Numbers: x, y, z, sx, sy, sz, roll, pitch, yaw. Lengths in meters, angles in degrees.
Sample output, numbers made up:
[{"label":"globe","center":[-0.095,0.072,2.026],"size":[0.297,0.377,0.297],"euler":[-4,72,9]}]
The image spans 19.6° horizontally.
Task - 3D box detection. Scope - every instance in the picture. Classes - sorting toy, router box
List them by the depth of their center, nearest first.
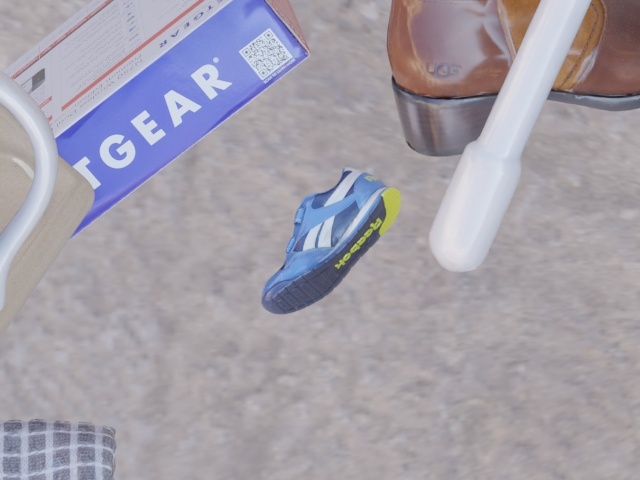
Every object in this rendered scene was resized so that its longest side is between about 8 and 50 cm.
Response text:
[{"label":"sorting toy","center":[-0.285,-0.023,1.332],"size":[0.038,0.208,0.193],"euler":[-4,48,53]},{"label":"router box","center":[-0.182,-0.140,1.660],"size":[0.335,0.301,0.082],"euler":[-37,114,9]}]

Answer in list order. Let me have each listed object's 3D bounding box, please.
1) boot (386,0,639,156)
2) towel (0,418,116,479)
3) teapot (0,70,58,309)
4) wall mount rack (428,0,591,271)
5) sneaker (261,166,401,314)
[{"label":"boot","center":[0.152,-0.218,1.199],"size":[0.264,0.096,0.280],"euler":[-15,123,-10]},{"label":"towel","center":[-0.252,0.255,1.281],"size":[0.235,0.121,0.284],"euler":[1,50,-10]},{"label":"teapot","center":[-0.309,0.005,1.015],"size":[0.252,0.256,0.187],"euler":[8,123,37]},{"label":"wall mount rack","center":[0.191,-0.078,0.456],"size":[0.350,0.130,0.304],"euler":[36,75,32]},{"label":"sneaker","center":[0.000,0.000,1.510],"size":[0.144,0.053,0.059],"euler":[-45,63,-6]}]
